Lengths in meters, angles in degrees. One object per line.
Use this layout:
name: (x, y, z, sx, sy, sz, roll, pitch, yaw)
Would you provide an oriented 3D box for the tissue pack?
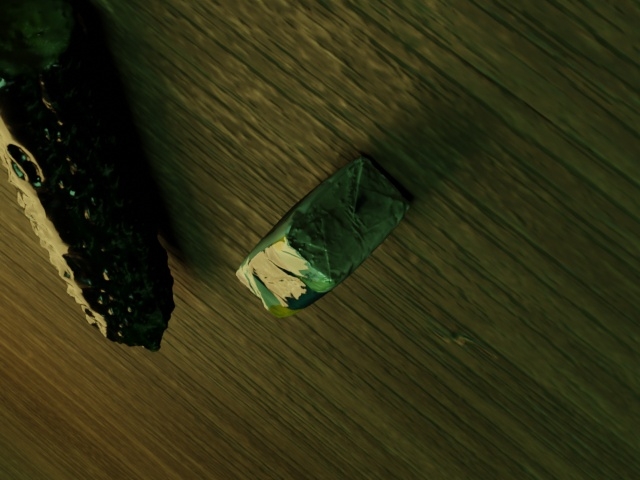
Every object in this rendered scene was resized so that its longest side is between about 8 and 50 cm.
tissue pack: (0.000, 0.000, 0.881, 0.042, 0.062, 0.083, 47, 156, -2)

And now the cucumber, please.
cucumber: (-0.136, -0.027, 1.036, 0.072, 0.072, 0.300, 29, 154, 27)
